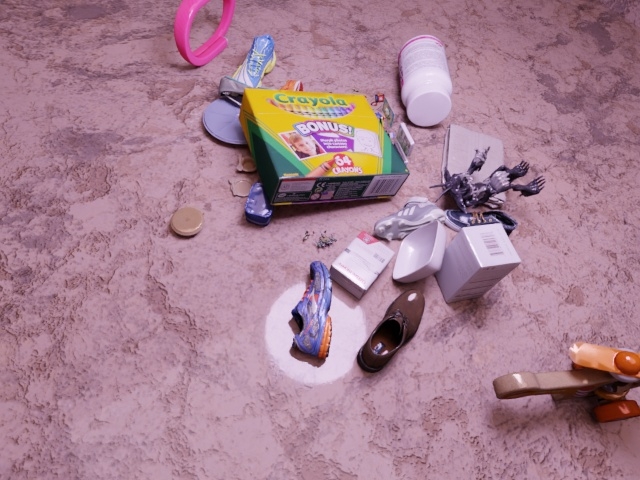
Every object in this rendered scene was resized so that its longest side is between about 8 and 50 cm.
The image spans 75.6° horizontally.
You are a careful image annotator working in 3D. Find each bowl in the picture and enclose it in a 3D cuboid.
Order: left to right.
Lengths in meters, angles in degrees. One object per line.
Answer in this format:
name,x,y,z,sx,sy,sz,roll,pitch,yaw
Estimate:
bowl,0.242,0.035,0.981,0.053,0.142,0.142,34,55,-16

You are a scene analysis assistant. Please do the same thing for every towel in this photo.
towel,0.464,-0.229,1.245,0.187,0.049,0.282,18,57,-2

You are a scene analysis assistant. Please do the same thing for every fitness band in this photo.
fitness band,-0.346,-0.665,1.266,0.054,0.209,0.291,26,57,4

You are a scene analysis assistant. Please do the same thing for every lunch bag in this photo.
lunch bag,-0.147,-0.089,1.018,0.067,0.065,0.098,17,66,-4

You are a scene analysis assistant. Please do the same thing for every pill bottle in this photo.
pill bottle,0.339,-0.518,1.339,0.160,0.160,0.283,8,56,-7

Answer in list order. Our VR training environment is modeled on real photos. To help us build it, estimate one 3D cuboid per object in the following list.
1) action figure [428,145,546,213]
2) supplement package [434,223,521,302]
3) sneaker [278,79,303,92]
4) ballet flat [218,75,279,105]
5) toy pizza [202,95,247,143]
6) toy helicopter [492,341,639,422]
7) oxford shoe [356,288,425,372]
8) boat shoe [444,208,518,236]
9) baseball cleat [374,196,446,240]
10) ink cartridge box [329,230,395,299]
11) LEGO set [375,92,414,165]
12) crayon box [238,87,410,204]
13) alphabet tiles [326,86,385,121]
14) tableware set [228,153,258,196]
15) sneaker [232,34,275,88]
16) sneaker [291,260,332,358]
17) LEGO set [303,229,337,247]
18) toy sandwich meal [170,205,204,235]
action figure,0.435,-0.165,1.089,0.275,0.141,0.164,-7,54,-12
supplement package,0.353,0.056,0.956,0.105,0.179,0.105,-7,60,-16
sneaker,-0.108,-0.428,1.261,0.067,0.064,0.175,8,49,20
ballet flat,-0.192,-0.411,1.183,0.213,0.072,0.068,18,93,7
toy pizza,-0.234,-0.343,1.187,0.201,0.032,0.201,5,56,-7
toy helicopter,0.517,0.276,0.814,0.355,0.235,0.140,0,58,-11
oxford shoe,0.171,0.182,0.890,0.083,0.096,0.227,34,56,13
boat shoe,0.425,-0.057,1.102,0.183,0.083,0.065,20,56,2
baseball cleat,0.222,-0.060,1.085,0.206,0.072,0.109,-7,43,-18
ink cartridge box,0.097,0.057,0.978,0.099,0.056,0.135,37,57,13
LEGO set,0.205,-0.295,1.152,0.060,0.182,0.244,-12,60,-11
crayon box,0.005,-0.252,1.079,0.363,0.106,0.313,-7,59,-27
alphabet tiles,0.086,-0.410,1.310,0.198,0.009,0.237,37,58,13
tableware set,-0.156,-0.170,1.097,0.168,0.020,0.141,5,57,-9
sneaker,-0.208,-0.551,1.270,0.091,0.126,0.240,19,55,2
sneaker,-0.019,0.140,0.890,0.087,0.083,0.221,3,55,-3
LEGO set,0.000,-0.002,1.022,0.083,0.023,0.054,24,53,20
toy sandwich meal,-0.314,-0.044,0.980,0.085,0.029,0.085,5,61,-9
